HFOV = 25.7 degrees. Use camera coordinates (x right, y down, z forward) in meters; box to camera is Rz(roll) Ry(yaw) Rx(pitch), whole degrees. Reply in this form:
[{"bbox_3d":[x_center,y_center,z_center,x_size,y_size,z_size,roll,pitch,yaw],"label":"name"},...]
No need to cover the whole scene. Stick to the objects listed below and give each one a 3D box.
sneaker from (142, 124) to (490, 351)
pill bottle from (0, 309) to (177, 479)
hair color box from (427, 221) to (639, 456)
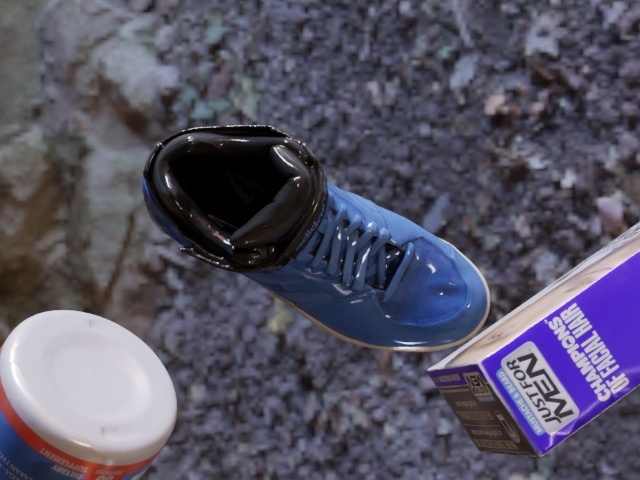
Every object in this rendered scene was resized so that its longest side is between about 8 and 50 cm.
[{"bbox_3d":[0.000,0.001,0.550,0.058,0.152,0.084,-63,0,-6],"label":"sneaker"},{"bbox_3d":[-0.198,0.162,0.950,0.221,0.124,0.124,-55,47,32],"label":"pill bottle"},{"bbox_3d":[0.281,0.066,1.314,0.110,0.339,0.185,55,168,0],"label":"hair color box"}]
